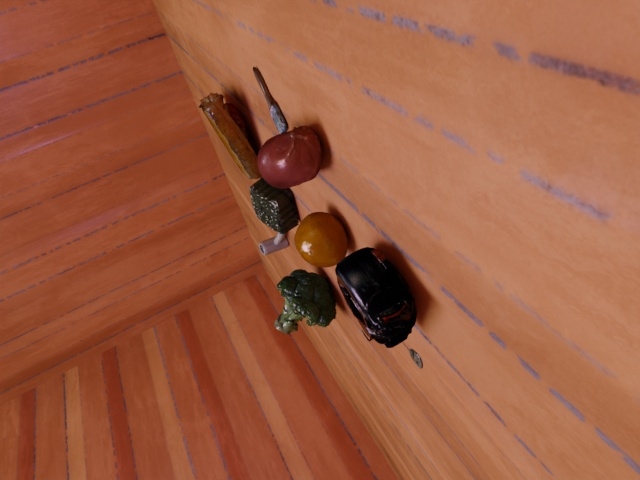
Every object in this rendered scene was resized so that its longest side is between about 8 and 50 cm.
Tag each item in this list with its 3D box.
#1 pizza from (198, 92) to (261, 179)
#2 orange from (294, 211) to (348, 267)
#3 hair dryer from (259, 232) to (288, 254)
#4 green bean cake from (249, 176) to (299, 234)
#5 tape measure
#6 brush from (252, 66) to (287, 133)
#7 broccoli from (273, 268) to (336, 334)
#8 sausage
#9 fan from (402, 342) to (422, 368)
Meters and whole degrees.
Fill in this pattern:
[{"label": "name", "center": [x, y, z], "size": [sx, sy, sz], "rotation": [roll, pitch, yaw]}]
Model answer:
[{"label": "pizza", "center": [-0.368, -0.466, 1.589], "size": [0.406, 0.130, 0.440], "rotation": [56, 175, 27]}, {"label": "orange", "center": [0.000, 0.000, 1.099], "size": [0.158, 0.136, 0.159], "rotation": [59, 169, 19]}, {"label": "hair dryer", "center": [-0.199, -0.008, 1.890], "size": [0.073, 0.131, 0.236], "rotation": [63, 153, 10]}, {"label": "green bean cake", "center": [-0.177, -0.125, 1.499], "size": [0.181, 0.094, 0.173], "rotation": [34, 150, 31]}, {"label": "tape measure", "center": [0.124, 0.119, 0.892], "size": [0.222, 0.135, 0.202], "rotation": [58, 176, 29]}, {"label": "brush", "center": [-0.141, -0.390, 1.125], "size": [0.196, 0.021, 0.070], "rotation": [66, 167, -5]}, {"label": "broccoli", "center": [-0.071, 0.246, 1.567], "size": [0.270, 0.270, 0.270], "rotation": [41, -174, -5]}, {"label": "sausage", "center": [-0.078, -0.198, 1.000], "size": [0.148, 0.148, 0.254], "rotation": [66, 165, -15]}, {"label": "fan", "center": [0.244, 0.306, 1.064], "size": [0.060, 0.003, 0.080], "rotation": [68, 165, -18]}]
